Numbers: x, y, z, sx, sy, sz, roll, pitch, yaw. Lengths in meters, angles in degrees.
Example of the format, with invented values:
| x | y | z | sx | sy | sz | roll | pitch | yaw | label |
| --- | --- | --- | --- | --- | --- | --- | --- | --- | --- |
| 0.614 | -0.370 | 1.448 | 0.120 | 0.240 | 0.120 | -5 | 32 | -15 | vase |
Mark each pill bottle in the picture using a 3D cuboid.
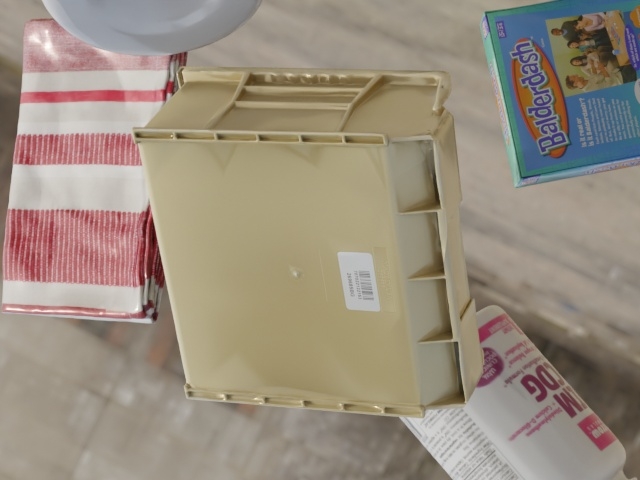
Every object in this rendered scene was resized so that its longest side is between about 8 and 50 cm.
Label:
| x | y | z | sx | sy | sz | roll | pitch | yaw | label |
| --- | --- | --- | --- | --- | --- | --- | --- | --- | --- |
| 0.218 | 0.221 | 2.001 | 0.283 | 0.160 | 0.160 | 49 | -177 | 12 | pill bottle |
| -0.144 | -0.333 | 1.569 | 0.188 | 0.334 | 0.188 | -5 | 147 | -3 | pill bottle |

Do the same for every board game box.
| x | y | z | sx | sy | sz | roll | pitch | yaw | label |
| --- | --- | --- | --- | --- | --- | --- | --- | --- | --- |
| 0.263 | -0.145 | 1.716 | 0.210 | 0.160 | 0.047 | -10 | 171 | -3 | board game box |

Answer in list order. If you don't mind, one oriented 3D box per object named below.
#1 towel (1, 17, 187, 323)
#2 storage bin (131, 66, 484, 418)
| x | y | z | sx | sy | sz | roll | pitch | yaw | label |
| --- | --- | --- | --- | --- | --- | --- | --- | --- | --- |
| -0.250 | -0.081 | 2.030 | 0.237 | 0.329 | 0.037 | 1 | 174 | 39 | towel |
| 0.000 | 0.000 | 1.574 | 0.260 | 0.262 | 0.123 | 3 | -152 | 21 | storage bin |
